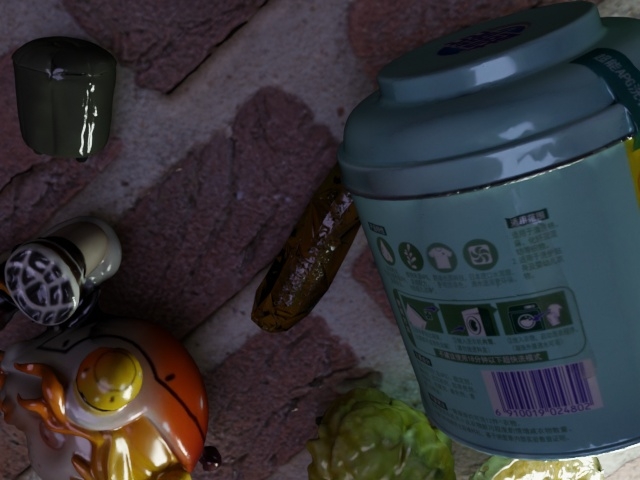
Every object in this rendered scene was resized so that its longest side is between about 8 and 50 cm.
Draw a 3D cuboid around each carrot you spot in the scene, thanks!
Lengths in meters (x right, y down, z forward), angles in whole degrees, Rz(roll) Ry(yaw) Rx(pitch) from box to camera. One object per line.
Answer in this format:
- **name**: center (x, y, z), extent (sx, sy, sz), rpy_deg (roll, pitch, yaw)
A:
- **carrot**: center (-0.001, 0.000, 0.818), extent (0.069, 0.069, 0.229), rpy_deg (29, 110, -7)

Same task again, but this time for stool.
- **stool**: center (-0.249, -0.139, 0.770), extent (0.096, 0.096, 0.110), rpy_deg (9, 117, 1)

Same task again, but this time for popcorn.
- **popcorn**: center (0.054, 0.267, 0.856), extent (0.168, 0.173, 0.195), rpy_deg (27, 90, -42)

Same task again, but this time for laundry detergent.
- **laundry detergent**: center (0.177, -0.024, 0.671), extent (0.287, 0.287, 0.305), rpy_deg (-16, 109, 11)

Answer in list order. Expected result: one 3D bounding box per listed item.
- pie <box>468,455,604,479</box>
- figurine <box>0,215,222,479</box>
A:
- **pie**: center (0.214, 0.324, 0.858), extent (0.274, 0.055, 0.274), rpy_deg (-14, 116, -32)
- **figurine**: center (-0.235, 0.143, 0.826), extent (0.320, 0.196, 0.323), rpy_deg (-7, 108, 54)
